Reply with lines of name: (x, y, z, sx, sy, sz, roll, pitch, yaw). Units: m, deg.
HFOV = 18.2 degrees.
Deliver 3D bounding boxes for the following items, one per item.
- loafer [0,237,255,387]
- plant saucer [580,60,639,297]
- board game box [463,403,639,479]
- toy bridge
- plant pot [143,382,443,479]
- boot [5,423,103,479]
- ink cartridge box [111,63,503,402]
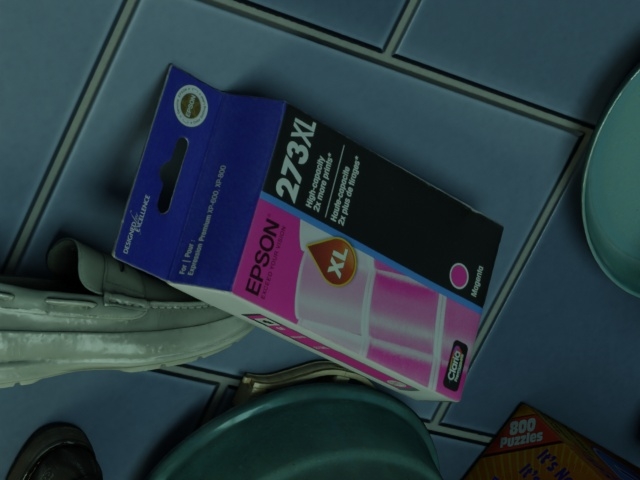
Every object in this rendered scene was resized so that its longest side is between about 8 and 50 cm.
loafer: (-0.193, 0.053, 1.661, 0.319, 0.112, 0.111, -6, 100, -34)
plant saucer: (0.380, -0.087, 1.940, 0.317, 0.044, 0.317, -14, 122, -23)
board game box: (0.295, 0.452, 2.002, 0.356, 0.356, 0.356, 31, 99, -38)
toy bridge: (0.005, 0.145, 1.877, 0.188, 0.026, 0.063, 14, 109, -34)
plant pot: (0.025, 0.360, 1.797, 0.341, 0.334, 0.341, -14, 127, -19)
boot: (-0.221, 0.306, 1.715, 0.091, 0.229, 0.263, 7, 113, -32)
ink cartridge box: (0.000, 0.000, 1.723, 0.371, 0.069, 0.176, 26, 72, -35)
